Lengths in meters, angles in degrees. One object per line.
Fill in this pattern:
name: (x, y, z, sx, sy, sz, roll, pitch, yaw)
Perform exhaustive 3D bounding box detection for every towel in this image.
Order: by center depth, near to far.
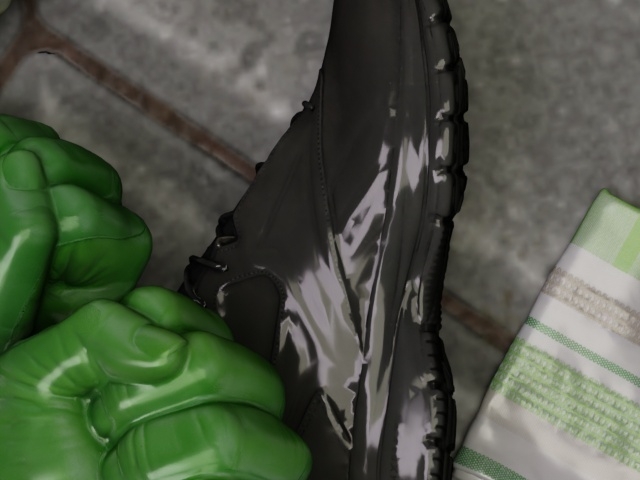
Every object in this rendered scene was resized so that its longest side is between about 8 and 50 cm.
towel: (0.142, 0.067, 0.884, 0.113, 0.023, 0.152, 28, 88, -2)

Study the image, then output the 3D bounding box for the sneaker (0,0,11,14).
sneaker: (-0.171, -0.151, 0.843, 0.240, 0.091, 0.126, -43, 90, -2)

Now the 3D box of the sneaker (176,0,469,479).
sneaker: (0.000, 0.000, 0.844, 0.130, 0.109, 0.286, 4, 85, 7)

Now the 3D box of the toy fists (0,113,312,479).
toy fists: (-0.114, 0.049, 0.789, 0.142, 0.096, 0.279, -41, 58, 0)
